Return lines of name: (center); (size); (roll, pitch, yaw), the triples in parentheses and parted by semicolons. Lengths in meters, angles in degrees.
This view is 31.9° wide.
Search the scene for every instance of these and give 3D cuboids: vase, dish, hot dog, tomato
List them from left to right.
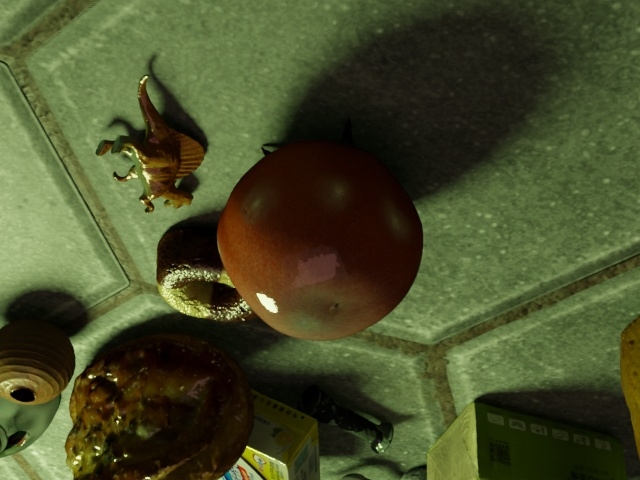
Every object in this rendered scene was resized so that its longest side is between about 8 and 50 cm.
dish: (-0.599, 0.284, 1.831); (0.324, 0.124, 0.324); (3, 140, 2)
hot dog: (-0.271, 0.297, 1.723); (0.388, 0.266, 0.174); (-29, 149, 35)
tomato: (0.000, 0.000, 1.380); (0.256, 0.224, 0.255); (-4, 137, -4)
vase: (0.044, 0.295, 1.842); (0.167, 0.059, 0.059); (30, 133, -28)

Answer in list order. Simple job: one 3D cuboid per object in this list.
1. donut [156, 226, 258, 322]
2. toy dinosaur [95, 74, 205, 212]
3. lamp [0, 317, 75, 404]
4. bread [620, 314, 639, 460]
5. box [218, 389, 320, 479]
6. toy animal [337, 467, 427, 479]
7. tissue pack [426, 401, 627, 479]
donut: (-0.142, 0.051, 1.561); (0.184, 0.073, 0.166); (13, 142, -9)
toy dinosaur: (-0.196, -0.106, 1.394); (0.142, 0.057, 0.212); (12, 142, -27)
lamp: (-0.440, 0.184, 1.696); (0.136, 0.136, 0.136); (2, 140, 2)
bread: (0.543, 0.189, 1.468); (0.148, 0.328, 0.337); (26, 137, -27)
box: (-0.094, 0.369, 1.867); (0.168, 0.097, 0.265); (23, 144, 18)
toy animal: (0.174, 0.459, 1.999); (0.324, 0.090, 0.195); (18, 138, -19)
tissue pack: (0.339, 0.405, 1.862); (0.275, 0.167, 0.200); (16, 138, -13)
